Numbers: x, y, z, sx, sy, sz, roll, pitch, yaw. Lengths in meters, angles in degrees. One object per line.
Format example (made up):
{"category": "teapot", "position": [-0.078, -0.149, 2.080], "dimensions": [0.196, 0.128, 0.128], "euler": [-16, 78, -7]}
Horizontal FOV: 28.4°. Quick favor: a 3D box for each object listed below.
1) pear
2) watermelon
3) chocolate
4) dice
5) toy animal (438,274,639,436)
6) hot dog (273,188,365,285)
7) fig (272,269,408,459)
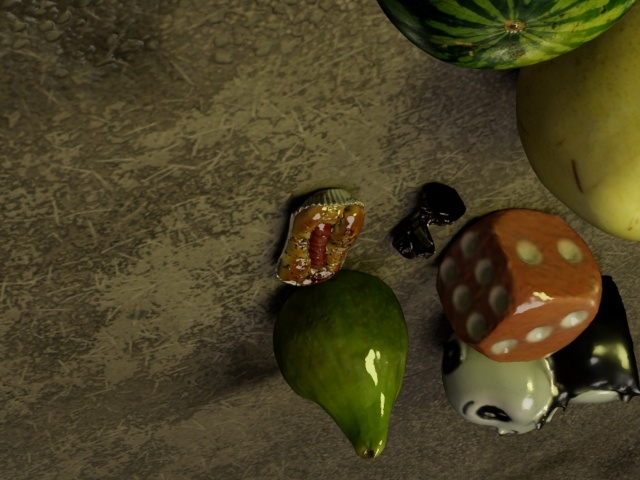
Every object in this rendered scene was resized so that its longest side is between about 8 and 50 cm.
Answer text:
{"category": "pear", "position": [0.379, -0.154, 1.480], "dimensions": [0.309, 0.309, 0.309], "euler": [-15, 148, -10]}
{"category": "watermelon", "position": [0.167, -0.294, 1.148], "dimensions": [0.285, 0.285, 0.285], "euler": [-15, 148, -10]}
{"category": "chocolate", "position": [0.147, -0.015, 1.770], "dimensions": [0.072, 0.070, 0.147], "euler": [18, 138, -7]}
{"category": "dice", "position": [0.292, 0.065, 1.869], "dimensions": [0.179, 0.175, 0.174], "euler": [7, 140, -32]}
{"category": "toy animal", "position": [0.350, 0.194, 2.064], "dimensions": [0.310, 0.251, 0.251], "euler": [-13, 149, 7]}
{"category": "hot dog", "position": [0.000, 0.000, 1.713], "dimensions": [0.108, 0.059, 0.191], "euler": [-4, 147, -18]}
{"category": "fig", "position": [0.050, 0.187, 1.816], "dimensions": [0.206, 0.275, 0.206], "euler": [-15, 147, -10]}
